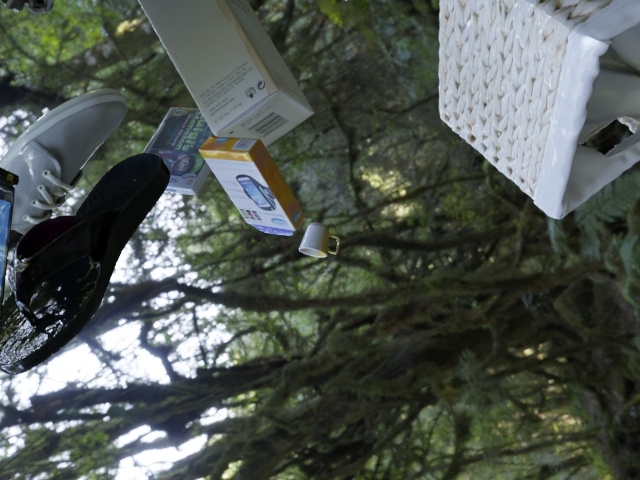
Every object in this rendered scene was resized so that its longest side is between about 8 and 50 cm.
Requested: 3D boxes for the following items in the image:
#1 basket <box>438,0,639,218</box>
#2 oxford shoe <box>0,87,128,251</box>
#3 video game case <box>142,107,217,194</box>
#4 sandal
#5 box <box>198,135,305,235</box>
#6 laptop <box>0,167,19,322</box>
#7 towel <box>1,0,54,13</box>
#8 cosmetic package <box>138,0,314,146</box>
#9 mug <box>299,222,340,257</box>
[{"bbox_3d":[0.355,-0.271,0.909,0.266,0.328,0.331,48,165,33],"label":"basket"},{"bbox_3d":[-0.509,-0.098,1.230,0.130,0.449,0.169,49,-179,12],"label":"oxford shoe"},{"bbox_3d":[-0.261,-0.174,1.295,0.191,0.173,0.022,-65,-34,-25],"label":"video game case"},{"bbox_3d":[-0.381,0.000,1.038,0.446,0.167,0.107,-72,-35,-42],"label":"sandal"},{"bbox_3d":[-0.074,-0.060,0.784,0.028,0.081,0.136,-57,-44,-27],"label":"box"},{"bbox_3d":[-0.555,-0.034,0.709,0.381,0.237,0.408,19,174,-2],"label":"laptop"},{"bbox_3d":[-0.324,-0.406,0.753,0.121,0.284,0.235,5,-150,-33],"label":"towel"},{"bbox_3d":[-0.148,-0.291,0.969,0.310,0.113,0.160,60,-166,9],"label":"cosmetic package"},{"bbox_3d":[-0.004,-0.001,1.473,0.078,0.062,0.064,25,-110,-38],"label":"mug"}]
